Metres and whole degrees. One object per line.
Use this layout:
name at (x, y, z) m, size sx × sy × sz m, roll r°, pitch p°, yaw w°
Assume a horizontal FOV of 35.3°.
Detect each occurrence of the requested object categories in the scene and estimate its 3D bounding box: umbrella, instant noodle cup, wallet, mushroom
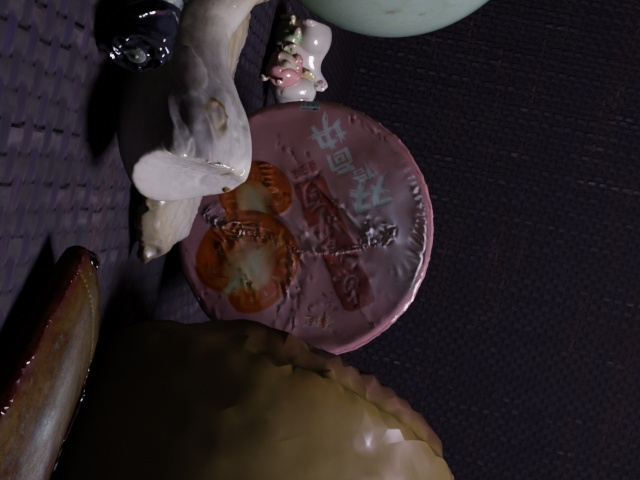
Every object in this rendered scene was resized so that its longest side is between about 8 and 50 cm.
umbrella at (-0.095, -0.191, 0.663) m, size 0.050 × 0.046 × 0.188 m, roll 132°, pitch -23°, yaw -55°
instant noodle cup at (0.000, 0.000, 1.030) m, size 0.231 × 0.243 × 0.243 m, roll 36°, pitch 66°, yaw -79°
wallet at (-0.182, 0.137, 0.580) m, size 0.137 × 0.031 × 0.255 m, roll 99°, pitch 6°, yaw -49°
mushroom at (-0.086, -0.133, 0.704) m, size 0.081 × 0.092 × 0.223 m, roll 70°, pitch 23°, yaw -58°

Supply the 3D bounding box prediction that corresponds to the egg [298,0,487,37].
egg at (0.074, -0.338, 0.936) m, size 0.389 × 0.276 × 0.276 m, roll -74°, pitch 174°, yaw -54°

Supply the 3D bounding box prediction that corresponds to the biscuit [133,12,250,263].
biscuit at (-0.102, -0.123, 0.831) m, size 0.141 × 0.038 × 0.290 m, roll 92°, pitch 11°, yaw -67°

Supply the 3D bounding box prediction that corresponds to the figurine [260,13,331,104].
figurine at (-0.045, -0.211, 1.279) m, size 0.098 × 0.081 × 0.146 m, roll 12°, pitch 97°, yaw -43°

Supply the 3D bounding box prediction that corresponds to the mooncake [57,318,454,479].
mooncake at (-0.082, 0.229, 0.901) m, size 0.394 × 0.393 × 0.246 m, roll -14°, pitch -126°, yaw 49°
